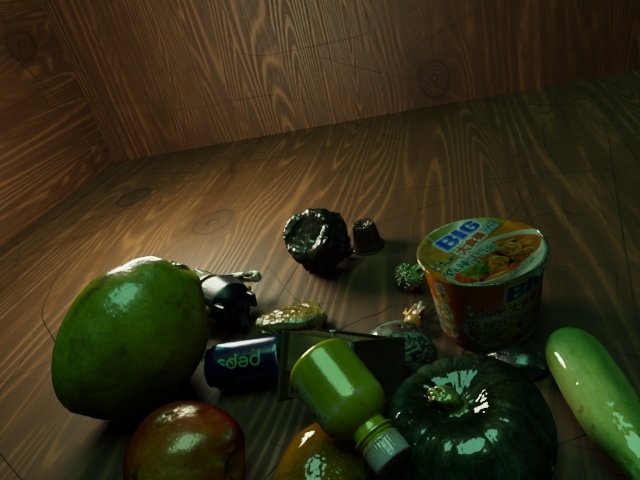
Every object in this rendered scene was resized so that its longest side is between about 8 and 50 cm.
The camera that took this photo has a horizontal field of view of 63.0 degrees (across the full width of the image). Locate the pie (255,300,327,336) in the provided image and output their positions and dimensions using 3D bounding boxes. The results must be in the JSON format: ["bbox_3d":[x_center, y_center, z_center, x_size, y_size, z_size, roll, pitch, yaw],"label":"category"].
[{"bbox_3d":[-0.075,0.215,1.405,0.193,0.079,0.163,-7,19,17],"label":"pie"}]

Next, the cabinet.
[{"bbox_3d":[0.047,0.257,1.069,0.175,0.148,0.215,0,-7,35],"label":"cabinet"}]

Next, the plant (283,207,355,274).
[{"bbox_3d":[0.000,0.000,1.629,0.178,0.204,0.234,-24,-19,18],"label":"plant"}]

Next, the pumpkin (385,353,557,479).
[{"bbox_3d":[0.250,0.325,0.900,0.300,0.207,0.300,-17,22,7],"label":"pumpkin"}]

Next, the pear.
[{"bbox_3d":[-0.443,0.239,1.265,0.413,0.352,0.352,-57,38,-4],"label":"pear"}]

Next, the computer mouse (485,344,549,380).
[{"bbox_3d":[0.417,0.255,1.116,0.135,0.047,0.079,0,31,31],"label":"computer mouse"}]

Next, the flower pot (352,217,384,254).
[{"bbox_3d":[0.148,-0.018,1.697,0.111,0.089,0.111,-12,28,6],"label":"flower pot"}]

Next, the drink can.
[{"bbox_3d":[-0.176,0.296,1.265,0.205,0.118,0.118,-11,28,8],"label":"drink can"}]

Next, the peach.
[{"bbox_3d":[-0.260,0.423,0.986,0.243,0.199,0.243,-11,32,7],"label":"peach"}]

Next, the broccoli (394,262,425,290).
[{"bbox_3d":[0.250,0.096,1.458,0.092,0.097,0.095,-29,61,-13],"label":"broccoli"}]

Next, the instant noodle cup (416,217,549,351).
[{"bbox_3d":[0.384,0.105,1.224,0.296,0.214,0.296,-12,29,7],"label":"instant noodle cup"}]

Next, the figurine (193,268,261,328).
[{"bbox_3d":[-0.310,0.170,1.536,0.308,0.143,0.308,-26,32,18],"label":"figurine"}]

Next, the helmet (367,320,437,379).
[{"bbox_3d":[0.174,0.240,1.202,0.177,0.107,0.153,-25,27,-17],"label":"helmet"}]

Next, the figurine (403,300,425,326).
[{"bbox_3d":[0.239,0.187,1.335,0.064,0.047,0.109,-34,10,31],"label":"figurine"}]

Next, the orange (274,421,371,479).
[{"bbox_3d":[0.004,0.411,0.905,0.158,0.179,0.237,35,45,1],"label":"orange"}]

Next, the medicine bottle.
[{"bbox_3d":[0.052,0.274,0.853,0.122,0.122,0.212,-28,53,-21],"label":"medicine bottle"}]

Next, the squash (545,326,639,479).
[{"bbox_3d":[0.510,0.296,0.928,0.118,0.118,0.370,-13,31,4],"label":"squash"}]
